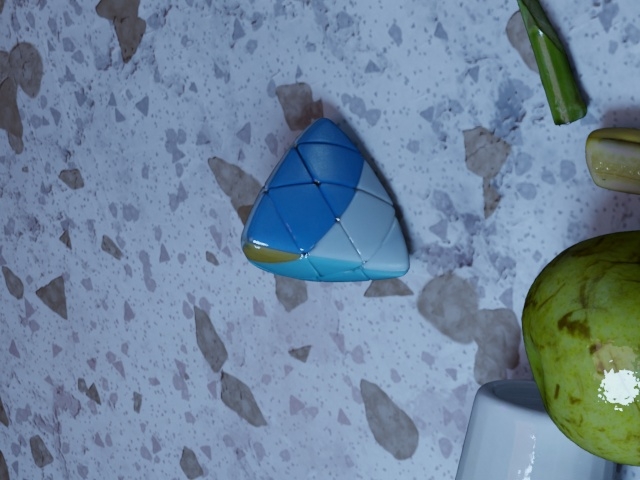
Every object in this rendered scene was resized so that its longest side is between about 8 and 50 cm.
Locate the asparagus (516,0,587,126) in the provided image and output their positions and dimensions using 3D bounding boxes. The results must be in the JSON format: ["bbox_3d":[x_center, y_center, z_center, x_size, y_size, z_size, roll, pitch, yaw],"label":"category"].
[{"bbox_3d":[0.277,-0.226,1.666,0.045,0.041,0.178,129,123,-89],"label":"asparagus"}]

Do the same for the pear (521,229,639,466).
[{"bbox_3d":[0.365,0.114,1.538,0.283,0.283,0.283,15,112,40],"label":"pear"}]

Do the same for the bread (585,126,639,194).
[{"bbox_3d":[0.366,-0.096,1.609,0.115,0.056,0.082,11,127,51],"label":"bread"}]

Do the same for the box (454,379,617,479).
[{"bbox_3d":[0.284,0.296,1.693,0.291,0.262,0.206,12,101,32],"label":"box"}]

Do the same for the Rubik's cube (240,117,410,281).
[{"bbox_3d":[0.000,0.000,1.869,0.254,0.254,0.254,15,112,40],"label":"Rubik's cube"}]
